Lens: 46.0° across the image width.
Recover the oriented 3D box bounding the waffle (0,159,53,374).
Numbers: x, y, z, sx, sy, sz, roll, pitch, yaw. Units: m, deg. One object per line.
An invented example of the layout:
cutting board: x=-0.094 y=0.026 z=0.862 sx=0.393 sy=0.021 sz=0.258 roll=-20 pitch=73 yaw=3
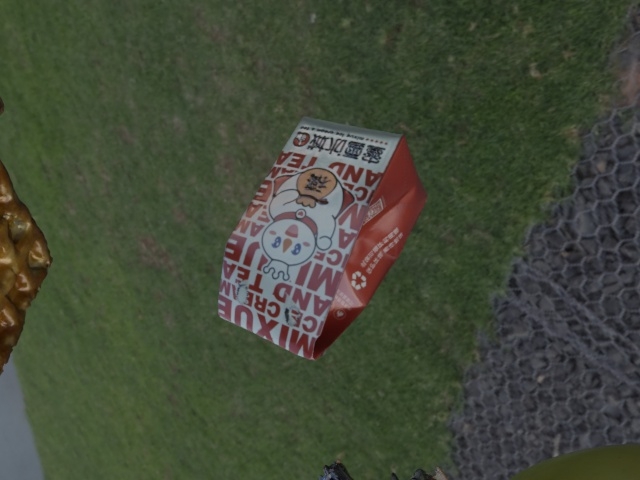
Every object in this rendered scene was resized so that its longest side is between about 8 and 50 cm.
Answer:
waffle: x=-0.369 y=0.056 z=0.702 sx=0.091 sy=0.308 sz=0.212 roll=-1 pitch=135 yaw=10

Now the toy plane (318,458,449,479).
toy plane: x=0.021 y=0.181 z=0.503 sx=0.062 sy=0.135 sz=0.188 roll=53 pitch=178 yaw=-21

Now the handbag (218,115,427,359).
handbag: x=0.000 y=0.000 z=0.961 sx=0.171 sy=0.298 sz=0.151 roll=16 pitch=154 yaw=29

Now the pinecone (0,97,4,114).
pinecone: x=-0.508 y=-0.167 z=0.921 sx=0.208 sy=0.208 sz=0.207 roll=33 pitch=137 yaw=38

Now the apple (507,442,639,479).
apple: x=0.392 y=0.468 z=0.884 sx=0.474 sy=0.474 sz=0.473 roll=33 pitch=137 yaw=38
